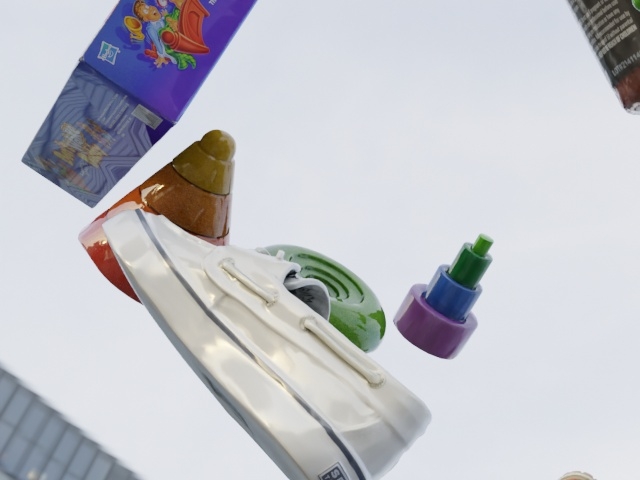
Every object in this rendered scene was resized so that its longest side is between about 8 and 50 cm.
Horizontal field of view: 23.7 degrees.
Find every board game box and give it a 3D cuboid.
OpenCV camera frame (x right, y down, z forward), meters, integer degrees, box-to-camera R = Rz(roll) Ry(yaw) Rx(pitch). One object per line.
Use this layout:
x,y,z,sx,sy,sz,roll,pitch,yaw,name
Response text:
-0.119,-0.166,1.189,0.078,0.233,0.347,34,-17,-10,board game box

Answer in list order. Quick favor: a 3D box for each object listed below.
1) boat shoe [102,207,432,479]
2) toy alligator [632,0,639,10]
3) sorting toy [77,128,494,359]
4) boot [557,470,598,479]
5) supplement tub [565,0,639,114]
-0.033,0.050,0.857,0.258,0.084,0.095,44,-14,38,boat shoe
0.120,-0.080,0.458,0.056,0.051,0.190,32,-3,-31,toy alligator
0.000,0.000,1.179,0.366,0.127,0.126,14,-65,-36,sorting toy
0.195,0.273,1.307,0.059,0.085,0.158,28,-70,20,boot
0.165,-0.173,0.808,0.106,0.106,0.197,-32,-100,39,supplement tub
